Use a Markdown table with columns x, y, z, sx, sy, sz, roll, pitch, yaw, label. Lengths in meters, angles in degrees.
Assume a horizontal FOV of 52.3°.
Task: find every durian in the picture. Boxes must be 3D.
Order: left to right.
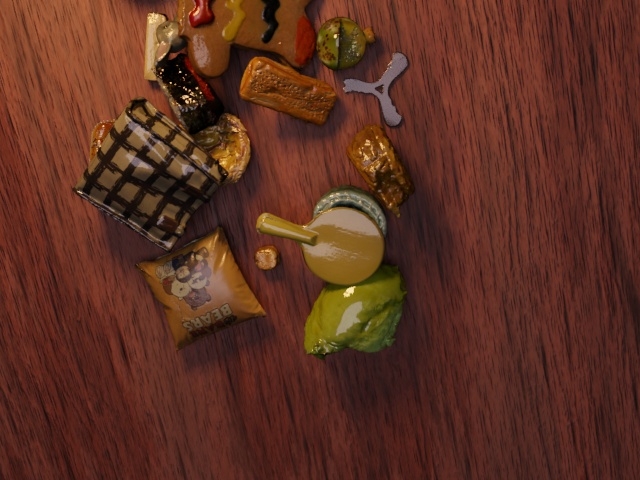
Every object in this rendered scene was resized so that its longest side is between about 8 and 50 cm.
| x | y | z | sx | sy | sz | roll | pitch | yaw | label |
| --- | --- | --- | --- | --- | --- | --- | --- | --- | --- |
| 0.111 | 0.206 | 1.938 | 0.255 | 0.204 | 0.340 | 20 | 94 | -15 | durian |

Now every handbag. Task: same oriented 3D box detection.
| x | y | z | sx | sy | sz | roll | pitch | yaw | label |
| --- | --- | --- | --- | --- | --- | --- | --- | --- | --- |
| -0.464 | -0.173 | 1.807 | 0.327 | 0.162 | 0.325 | 38 | 117 | -10 | handbag |

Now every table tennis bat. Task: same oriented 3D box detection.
| x | y | z | sx | sy | sz | roll | pitch | yaw | label |
| --- | --- | --- | --- | --- | --- | --- | --- | --- | --- |
| 0.000 | 0.000 | 1.822 | 0.368 | 0.054 | 0.224 | 15 | 104 | -1 | table tennis bat |

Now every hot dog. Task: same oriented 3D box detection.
| x | y | z | sx | sy | sz | roll | pitch | yaw | label |
| --- | --- | --- | --- | --- | --- | --- | --- | --- | --- |
| -0.616 | -0.225 | 1.937 | 0.144 | 0.075 | 0.268 | 6 | 102 | 2 | hot dog |

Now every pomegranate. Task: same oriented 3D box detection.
| x | y | z | sx | sy | sz | roll | pitch | yaw | label |
| --- | --- | --- | --- | --- | --- | --- | --- | --- | --- |
| 0.060 | -0.551 | 1.804 | 0.169 | 0.122 | 0.143 | -38 | 133 | -23 | pomegranate |

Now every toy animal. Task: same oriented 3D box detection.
| x | y | z | sx | sy | sz | roll | pitch | yaw | label |
| --- | --- | --- | --- | --- | --- | --- | --- | --- | --- |
| -0.382 | -0.574 | 1.776 | 0.236 | 0.138 | 0.108 | -40 | 90 | -33 | toy animal |

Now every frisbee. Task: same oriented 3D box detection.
| x | y | z | sx | sy | sz | roll | pitch | yaw | label |
| --- | --- | --- | --- | --- | --- | --- | --- | --- | --- |
| 0.157 | -0.443 | 1.872 | 0.187 | 0.012 | 0.211 | 10 | 103 | 2 | frisbee |

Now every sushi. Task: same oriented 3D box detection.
| x | y | z | sx | sy | sz | roll | pitch | yaw | label |
| --- | --- | --- | --- | --- | --- | --- | --- | --- | --- |
| -0.373 | -0.408 | 1.821 | 0.126 | 0.136 | 0.225 | -34 | 70 | -7 | sushi |

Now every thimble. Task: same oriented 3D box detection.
| x | y | z | sx | sy | sz | roll | pitch | yaw | label |
| --- | --- | --- | --- | --- | --- | --- | --- | --- | --- |
| 0.092 | -0.050 | 1.896 | 0.235 | 0.143 | 0.198 | 38 | 104 | -3 | thimble |

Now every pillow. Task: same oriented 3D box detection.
| x | y | z | sx | sy | sz | roll | pitch | yaw | label |
| --- | --- | --- | --- | --- | --- | --- | --- | --- | --- |
| -0.366 | 0.150 | 1.982 | 0.310 | 0.119 | 0.312 | -24 | 99 | 5 | pillow |

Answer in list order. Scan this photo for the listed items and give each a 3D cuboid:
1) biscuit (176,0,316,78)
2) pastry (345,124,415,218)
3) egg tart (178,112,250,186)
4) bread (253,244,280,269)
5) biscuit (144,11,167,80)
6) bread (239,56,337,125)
| x | y | z | sx | sy | sz | roll | pitch | yaw | label |
| --- | --- | --- | --- | --- | --- | --- | --- | --- | --- |
| -0.189 | -0.614 | 1.746 | 0.393 | 0.076 | 0.368 | -1 | 103 | -22 | biscuit |
| 0.174 | -0.207 | 1.812 | 0.132 | 0.235 | 0.240 | -37 | 107 | 6 | pastry |
| -0.319 | -0.259 | 1.903 | 0.252 | 0.098 | 0.232 | -32 | 92 | 6 | egg tart |
| -0.163 | 0.055 | 1.986 | 0.081 | 0.046 | 0.083 | 42 | 103 | 0 | bread |
| -0.471 | -0.554 | 1.866 | 0.056 | 0.052 | 0.188 | 6 | 105 | -9 | biscuit |
| -0.090 | -0.406 | 1.805 | 0.270 | 0.077 | 0.139 | 13 | 120 | -31 | bread |
